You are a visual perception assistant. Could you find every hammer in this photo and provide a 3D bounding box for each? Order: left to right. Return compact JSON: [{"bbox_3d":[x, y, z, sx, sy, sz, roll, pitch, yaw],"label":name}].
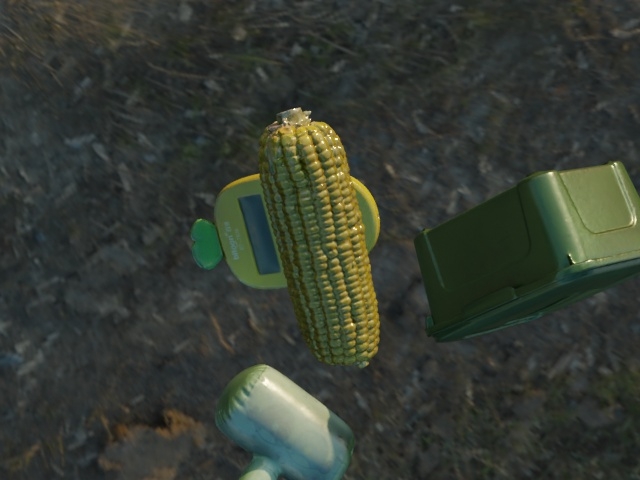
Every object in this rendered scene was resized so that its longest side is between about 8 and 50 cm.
[{"bbox_3d":[-0.099,0.346,1.813,0.206,0.119,0.335,36,61,-6],"label":"hammer"}]

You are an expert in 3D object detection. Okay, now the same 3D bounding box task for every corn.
[{"bbox_3d":[0.000,0.000,1.142,0.080,0.080,0.238,-18,108,-15],"label":"corn"}]

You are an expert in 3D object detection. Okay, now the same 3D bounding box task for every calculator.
[{"bbox_3d":[-0.045,-0.014,1.581,0.235,0.032,0.146,-9,110,15],"label":"calculator"}]

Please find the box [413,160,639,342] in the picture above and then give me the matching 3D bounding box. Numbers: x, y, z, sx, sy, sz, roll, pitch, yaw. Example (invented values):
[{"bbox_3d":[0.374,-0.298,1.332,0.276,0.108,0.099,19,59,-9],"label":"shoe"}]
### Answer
[{"bbox_3d":[0.301,0.014,1.899,0.252,0.328,0.178,-11,76,-41],"label":"box"}]
